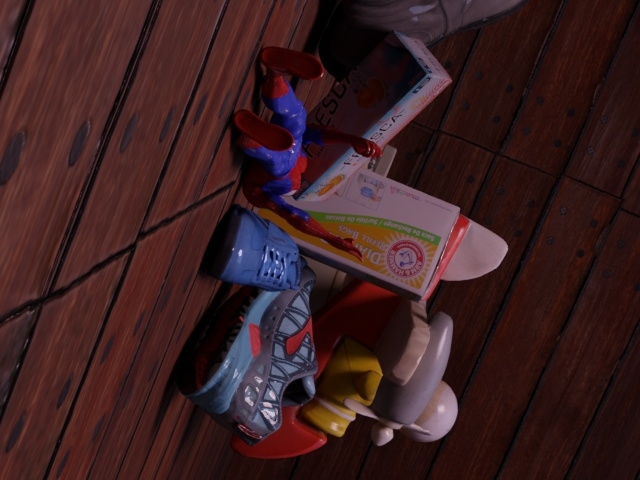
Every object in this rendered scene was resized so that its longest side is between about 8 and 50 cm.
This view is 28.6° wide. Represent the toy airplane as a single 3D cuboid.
[{"bbox_3d":[0.093,0.126,1.603,0.384,0.272,0.386,-36,-176,46],"label":"toy airplane"}]

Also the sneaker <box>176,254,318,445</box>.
[{"bbox_3d":[-0.056,0.118,1.315,0.104,0.125,0.262,-32,-166,34],"label":"sneaker"}]

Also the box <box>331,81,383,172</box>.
[{"bbox_3d":[0.038,-0.129,1.677,0.113,0.094,0.275,101,13,-74],"label":"box"}]

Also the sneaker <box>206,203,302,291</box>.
[{"bbox_3d":[-0.053,0.013,1.177,0.209,0.082,0.069,1,114,-86],"label":"sneaker"}]

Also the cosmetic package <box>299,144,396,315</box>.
[{"bbox_3d":[0.000,0.000,1.861,0.160,0.113,0.309,-63,174,-63],"label":"cosmetic package"}]

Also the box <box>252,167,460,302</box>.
[{"bbox_3d":[0.036,-0.020,1.352,0.114,0.203,0.103,88,25,-84],"label":"box"}]

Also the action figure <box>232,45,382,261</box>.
[{"bbox_3d":[-0.001,-0.063,1.047,0.280,0.139,0.091,113,1,-80],"label":"action figure"}]

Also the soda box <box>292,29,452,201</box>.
[{"bbox_3d":[0.035,-0.115,1.199,0.183,0.058,0.063,-43,161,22],"label":"soda box"}]

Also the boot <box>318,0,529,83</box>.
[{"bbox_3d":[0.146,-0.286,1.202,0.338,0.118,0.223,-42,171,-17],"label":"boot"}]
